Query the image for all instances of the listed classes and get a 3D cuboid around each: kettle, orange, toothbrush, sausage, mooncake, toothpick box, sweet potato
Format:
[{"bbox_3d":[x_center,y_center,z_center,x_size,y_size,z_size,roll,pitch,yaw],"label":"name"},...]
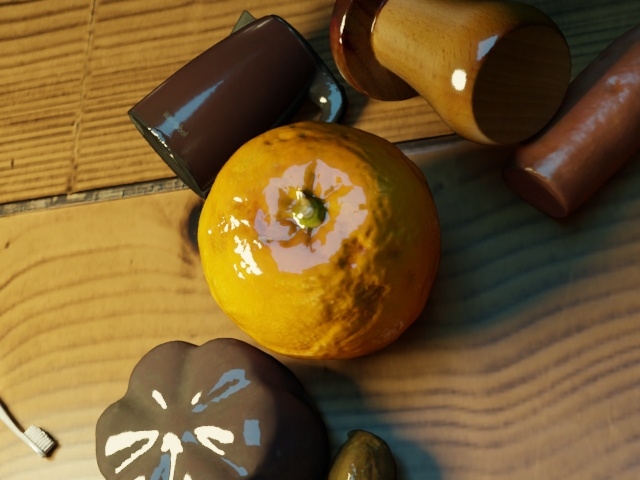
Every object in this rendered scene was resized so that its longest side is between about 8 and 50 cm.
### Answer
[{"bbox_3d":[-0.094,-0.166,1.222,0.232,0.144,0.202,-42,79,-8],"label":"kettle"},{"bbox_3d":[0.000,0.000,1.042,0.261,0.261,0.261,-8,62,15],"label":"orange"},{"bbox_3d":[-0.429,0.185,1.224,0.286,0.020,0.025,31,69,28],"label":"toothbrush"},{"bbox_3d":[0.320,-0.143,1.080,0.259,0.113,0.113,-46,59,-5],"label":"sausage"},{"bbox_3d":[-0.119,0.219,1.041,0.245,0.133,0.245,-12,58,20],"label":"mooncake"},{"bbox_3d":[0.137,-0.222,1.104,0.192,0.192,0.294,-40,39,-4],"label":"toothpick box"},{"bbox_3d":[0.029,0.325,0.972,0.075,0.075,0.273,4,70,20],"label":"sweet potato"}]
